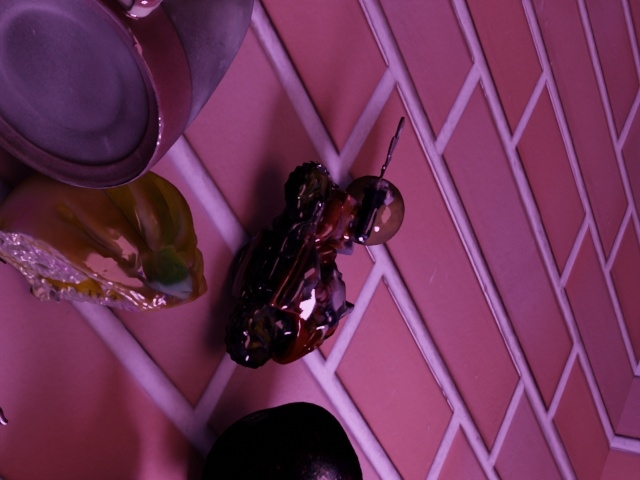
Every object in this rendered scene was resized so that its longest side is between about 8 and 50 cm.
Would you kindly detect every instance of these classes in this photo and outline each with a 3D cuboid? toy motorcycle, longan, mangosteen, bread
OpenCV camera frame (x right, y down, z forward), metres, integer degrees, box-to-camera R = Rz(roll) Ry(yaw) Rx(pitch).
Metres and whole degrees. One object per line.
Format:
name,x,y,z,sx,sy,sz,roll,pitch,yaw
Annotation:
toy motorcycle,0.000,0.000,1.475,0.207,0.134,0.401,41,64,-53
longan,0.074,-0.043,1.623,0.119,0.106,0.106,125,-14,-71
mangosteen,-0.060,0.320,1.376,0.243,0.243,0.243,-18,111,-55
bread,-0.213,-0.011,1.123,0.261,0.158,0.156,-11,102,-59

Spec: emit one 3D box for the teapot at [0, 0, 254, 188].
teapot,-0.155,-0.247,1.038,0.233,0.315,0.312,45,45,-13

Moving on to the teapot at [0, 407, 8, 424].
teapot,-0.346,0.175,1.035,0.100,0.068,0.045,-12,113,-19
